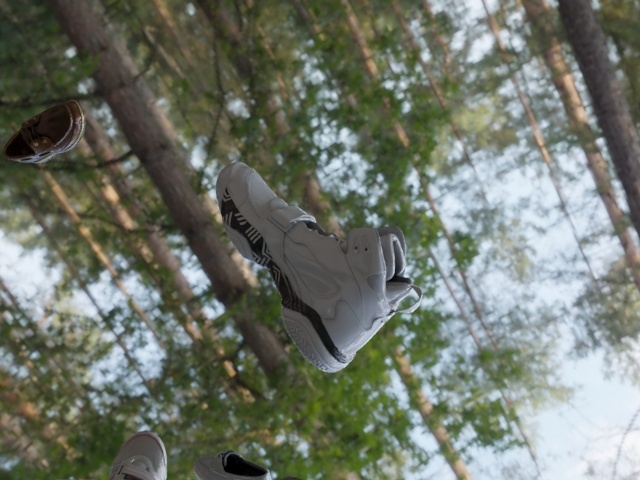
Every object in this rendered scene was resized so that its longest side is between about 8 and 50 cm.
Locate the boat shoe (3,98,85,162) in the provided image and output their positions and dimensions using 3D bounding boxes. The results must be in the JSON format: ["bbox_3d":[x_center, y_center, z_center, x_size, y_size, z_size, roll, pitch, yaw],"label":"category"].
[{"bbox_3d":[-0.405,-0.154,1.411,0.060,0.064,0.178,-17,176,-46],"label":"boat shoe"}]

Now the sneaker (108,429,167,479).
[{"bbox_3d":[-0.321,0.439,1.640,0.111,0.102,0.252,118,-14,-57],"label":"sneaker"}]

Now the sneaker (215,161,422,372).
[{"bbox_3d":[0.000,0.000,1.476,0.210,0.366,0.137,-35,168,20],"label":"sneaker"}]

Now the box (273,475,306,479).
[{"bbox_3d":[-0.089,0.573,1.486,0.178,0.344,0.312,8,-178,33],"label":"box"}]

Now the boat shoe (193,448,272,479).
[{"bbox_3d":[-0.177,0.466,1.963,0.227,0.081,0.079,11,-156,42],"label":"boat shoe"}]

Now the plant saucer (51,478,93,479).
[{"bbox_3d":[-0.444,0.428,1.260,0.400,0.101,0.400,-9,-175,1],"label":"plant saucer"}]
